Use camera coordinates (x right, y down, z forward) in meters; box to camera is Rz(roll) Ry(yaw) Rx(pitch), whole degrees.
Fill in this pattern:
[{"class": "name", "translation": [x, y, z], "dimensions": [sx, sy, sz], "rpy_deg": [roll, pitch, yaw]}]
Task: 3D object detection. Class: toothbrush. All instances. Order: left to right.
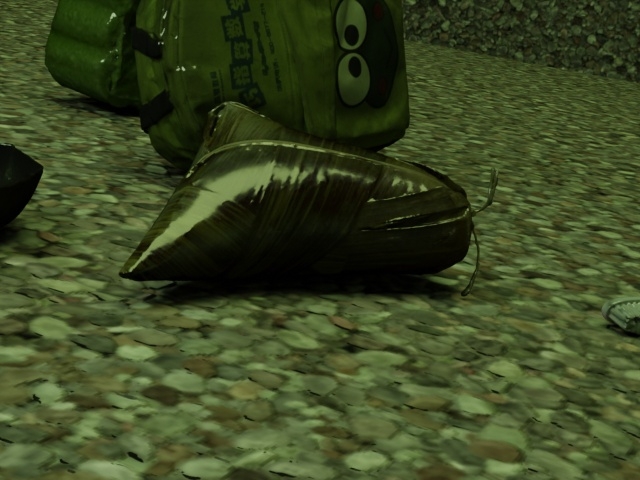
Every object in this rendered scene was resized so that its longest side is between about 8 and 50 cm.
[{"class": "toothbrush", "translation": [0.302, 0.048, 0.755], "dimensions": [0.286, 0.020, 0.025], "rpy_deg": [1, 25, -26]}]

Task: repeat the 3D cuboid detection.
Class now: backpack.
[{"class": "backpack", "translation": [-0.043, -0.150, 0.964], "dimensions": [0.253, 0.207, 0.140], "rpy_deg": [-16, 12, -42]}]

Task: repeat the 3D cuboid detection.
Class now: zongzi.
[{"class": "zongzi", "translation": [0.000, 0.000, 0.673], "dimensions": [0.187, 0.084, 0.184], "rpy_deg": [15, 29, 6]}]

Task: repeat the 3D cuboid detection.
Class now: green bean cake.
[{"class": "green bean cake", "translation": [-0.157, -0.260, 1.207], "dimensions": [0.125, 0.248, 0.222], "rpy_deg": [22, 18, 36]}]

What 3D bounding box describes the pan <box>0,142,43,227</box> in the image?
[{"class": "pan", "translation": [-0.265, -0.031, 0.667], "dimensions": [0.202, 0.048, 0.128], "rpy_deg": [0, 15, -35]}]
